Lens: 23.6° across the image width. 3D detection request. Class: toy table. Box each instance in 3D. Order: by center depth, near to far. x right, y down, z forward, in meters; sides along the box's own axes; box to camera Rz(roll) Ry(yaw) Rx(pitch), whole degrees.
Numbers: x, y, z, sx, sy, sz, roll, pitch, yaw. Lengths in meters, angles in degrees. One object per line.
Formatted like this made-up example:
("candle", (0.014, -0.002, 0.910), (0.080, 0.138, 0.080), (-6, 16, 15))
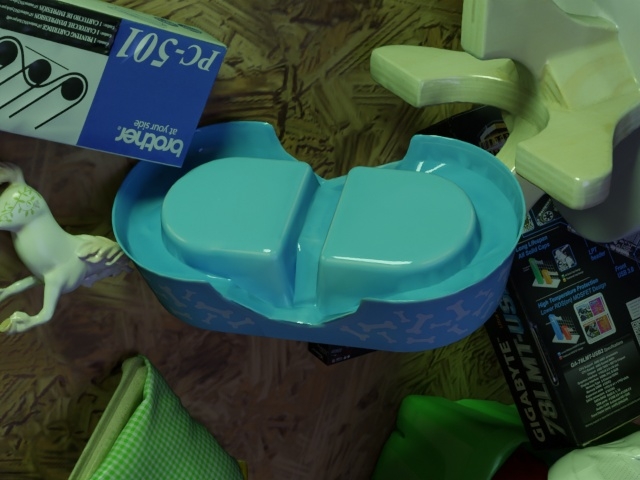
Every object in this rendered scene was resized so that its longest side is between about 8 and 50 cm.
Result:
("toy table", (0.171, -0.110, 1.157), (0.160, 0.252, 0.274), (-18, 115, -28))

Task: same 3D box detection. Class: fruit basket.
("fruit basket", (0.250, 0.321, 1.413), (0.392, 0.392, 0.283), (9, 107, -42))

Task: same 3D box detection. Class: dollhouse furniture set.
("dollhouse furniture set", (-0.106, 0.264, 1.161), (0.197, 0.151, 0.302), (59, 45, -43))

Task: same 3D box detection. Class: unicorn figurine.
("unicorn figurine", (-0.200, 0.010, 1.088), (0.111, 0.060, 0.162), (-39, 133, -14))

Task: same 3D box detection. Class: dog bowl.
("dog bowl", (0.000, 0.000, 1.105), (0.074, 0.297, 0.166), (80, 21, -44))

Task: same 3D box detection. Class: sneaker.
("sneaker", (0.287, 0.163, 1.212), (0.169, 0.108, 0.292), (-44, 166, 16))

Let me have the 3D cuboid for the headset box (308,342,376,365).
("headset box", (0.025, 0.058, 1.316), (0.062, 0.032, 0.083), (-14, 123, -33))

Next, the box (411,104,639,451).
("box", (0.259, -0.005, 1.341), (0.295, 0.073, 0.293), (-22, 88, -30))

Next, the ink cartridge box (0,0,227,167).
("ink cartridge box", (-0.171, -0.118, 1.052), (0.207, 0.046, 0.097), (11, 108, -42))
